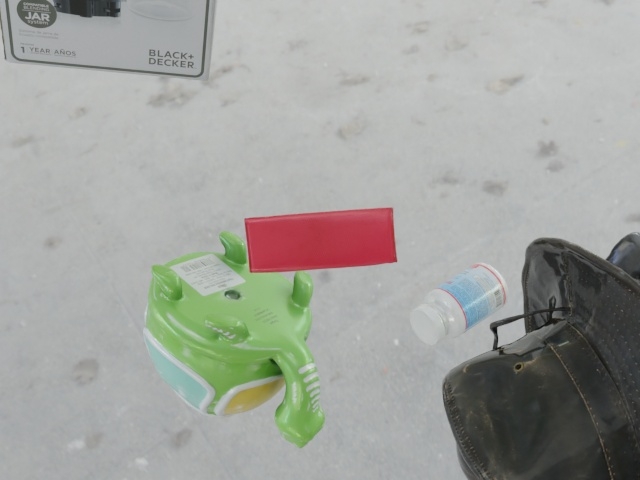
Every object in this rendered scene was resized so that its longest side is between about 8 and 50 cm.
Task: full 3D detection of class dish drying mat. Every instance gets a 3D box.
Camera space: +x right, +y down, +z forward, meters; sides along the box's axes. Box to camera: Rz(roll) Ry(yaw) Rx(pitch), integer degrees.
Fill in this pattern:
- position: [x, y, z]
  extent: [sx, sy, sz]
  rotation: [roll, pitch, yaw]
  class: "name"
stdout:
- position: [0.000, 0.000, 0.455]
  extent: [0.083, 0.032, 0.008]
  rotation: [-4, 7, 9]
  class: "dish drying mat"

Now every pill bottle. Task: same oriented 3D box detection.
- position: [0.227, 0.106, 1.349]
  extent: [0.160, 0.087, 0.087]
  rotation: [-27, 42, -29]
  class: "pill bottle"

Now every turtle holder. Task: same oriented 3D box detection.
- position: [-0.119, 0.157, 1.258]
  extent: [0.320, 0.227, 0.243]
  rotation: [19, 30, 6]
  class: "turtle holder"

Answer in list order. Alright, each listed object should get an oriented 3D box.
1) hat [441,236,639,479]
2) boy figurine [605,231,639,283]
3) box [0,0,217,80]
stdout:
- position: [0.166, 0.154, 0.624]
  extent: [0.134, 0.331, 0.331]
  rotation: [-13, 43, -4]
  class: "hat"
- position: [0.307, 0.104, 0.570]
  extent: [0.092, 0.177, 0.285]
  rotation: [-61, 37, 17]
  class: "boy figurine"
- position: [-0.150, -0.265, 0.593]
  extent: [0.169, 0.290, 0.087]
  rotation: [3, 46, -9]
  class: "box"
